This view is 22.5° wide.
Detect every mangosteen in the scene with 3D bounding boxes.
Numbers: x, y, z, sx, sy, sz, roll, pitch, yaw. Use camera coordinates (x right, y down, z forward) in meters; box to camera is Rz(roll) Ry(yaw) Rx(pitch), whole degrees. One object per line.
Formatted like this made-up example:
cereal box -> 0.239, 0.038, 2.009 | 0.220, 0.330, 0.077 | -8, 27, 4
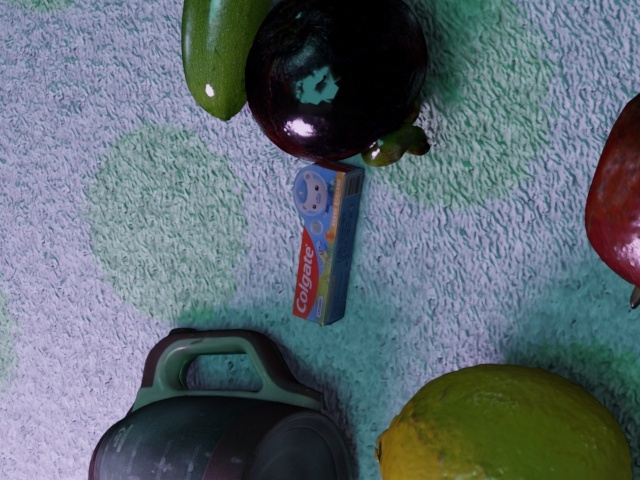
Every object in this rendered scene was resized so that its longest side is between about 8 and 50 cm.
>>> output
mangosteen -> 0.028, -0.184, 1.784 | 0.216, 0.216, 0.216 | 8, 105, 31

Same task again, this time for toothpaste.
toothpaste -> 0.000, 0.000, 1.928 | 0.070, 0.044, 0.193 | 18, 110, 30

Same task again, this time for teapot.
teapot -> -0.138, 0.259, 1.992 | 0.312, 0.233, 0.315 | 8, 76, 36

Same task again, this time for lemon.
lemon -> 0.195, 0.254, 1.737 | 0.310, 0.253, 0.253 | 17, 110, 27

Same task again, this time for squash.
squash -> -0.095, -0.328, 1.877 | 0.107, 0.107, 0.395 | 27, 115, 25

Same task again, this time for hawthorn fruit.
hawthorn fruit -> 0.365, -0.034, 1.596 | 0.215, 0.215, 0.250 | 30, 124, 24
